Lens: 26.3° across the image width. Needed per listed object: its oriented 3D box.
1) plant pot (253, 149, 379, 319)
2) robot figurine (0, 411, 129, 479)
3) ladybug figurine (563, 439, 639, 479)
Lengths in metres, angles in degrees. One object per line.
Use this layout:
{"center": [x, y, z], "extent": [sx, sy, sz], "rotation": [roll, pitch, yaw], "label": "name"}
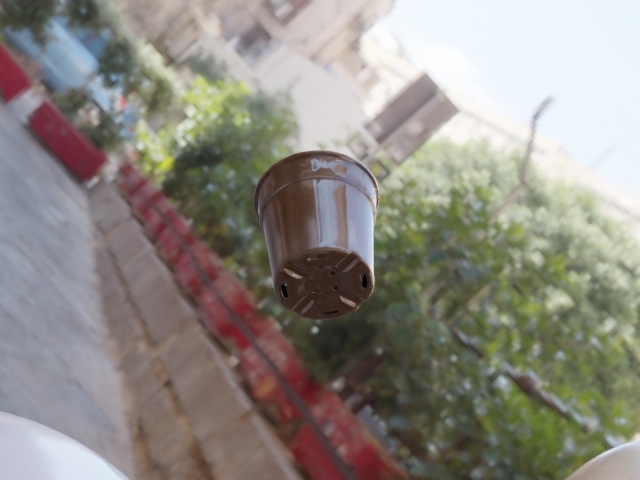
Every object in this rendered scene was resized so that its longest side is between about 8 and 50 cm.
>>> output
{"center": [0.000, 0.000, 1.736], "extent": [0.167, 0.167, 0.165], "rotation": [51, 22, -37], "label": "plant pot"}
{"center": [-0.159, 0.194, 0.487], "extent": [0.209, 0.278, 0.173], "rotation": [25, 11, -37], "label": "robot figurine"}
{"center": [0.305, 0.327, 1.100], "extent": [0.449, 0.305, 0.162], "rotation": [31, -37, -26], "label": "ladybug figurine"}
